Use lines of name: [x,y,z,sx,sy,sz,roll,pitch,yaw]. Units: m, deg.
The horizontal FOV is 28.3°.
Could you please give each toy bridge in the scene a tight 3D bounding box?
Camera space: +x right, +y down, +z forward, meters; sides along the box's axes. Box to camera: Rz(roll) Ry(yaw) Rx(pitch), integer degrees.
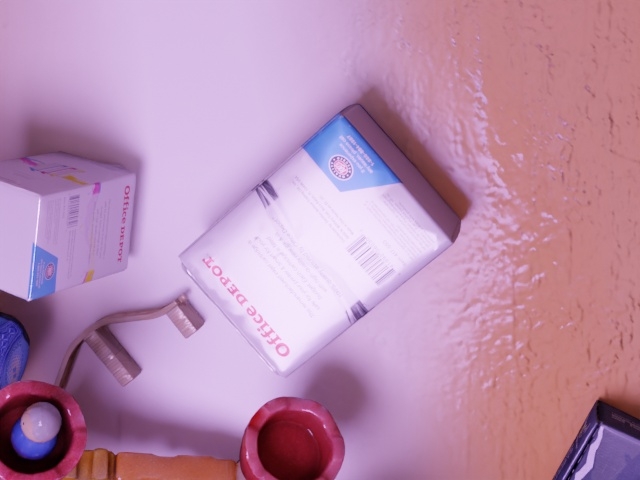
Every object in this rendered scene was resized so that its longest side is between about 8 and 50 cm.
toy bridge: [-0.191,0.103,1.159,0.188,0.026,0.063,-38,93,18]

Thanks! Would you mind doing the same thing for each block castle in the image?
block castle: [-0.124,0.343,0.965,0.303,0.213,0.453,5,64,-16]

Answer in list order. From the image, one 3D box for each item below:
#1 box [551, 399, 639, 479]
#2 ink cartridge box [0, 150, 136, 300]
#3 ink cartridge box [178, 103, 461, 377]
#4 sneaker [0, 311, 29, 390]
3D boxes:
box: [0.298,0.268,1.077,0.233,0.059,0.183,26,107,4]
ink cartridge box: [-0.228,-0.018,1.083,0.090,0.143,0.092,17,108,26]
ink cartridge box: [0.000,0.000,1.061,0.191,0.082,0.139,-40,93,20]
sneaker: [-0.363,0.169,1.166,0.330,0.147,0.129,-35,100,37]
